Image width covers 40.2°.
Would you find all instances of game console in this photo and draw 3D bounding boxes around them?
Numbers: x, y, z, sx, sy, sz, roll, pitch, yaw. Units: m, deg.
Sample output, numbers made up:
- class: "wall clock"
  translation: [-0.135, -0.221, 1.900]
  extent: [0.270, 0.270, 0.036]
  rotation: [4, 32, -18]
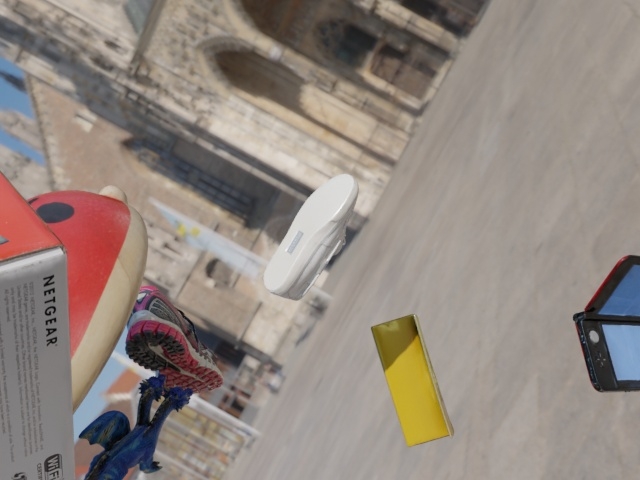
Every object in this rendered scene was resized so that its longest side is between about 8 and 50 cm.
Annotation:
- class: "game console"
  translation: [0.347, 0.091, 0.923]
  extent: [0.085, 0.144, 0.124]
  rotation: [-34, 58, 48]

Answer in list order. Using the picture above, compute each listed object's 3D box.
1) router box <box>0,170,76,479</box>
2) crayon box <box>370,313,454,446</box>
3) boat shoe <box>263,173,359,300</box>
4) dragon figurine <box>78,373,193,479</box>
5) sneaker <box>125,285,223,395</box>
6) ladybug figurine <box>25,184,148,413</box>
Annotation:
- class: "router box"
  translation: [-0.274, 0.070, 0.608]
  extent: [0.082, 0.301, 0.335]
  rotation: [-20, -45, -35]
- class: "crayon box"
  translation: [0.154, 0.228, 1.472]
  extent: [0.081, 0.202, 0.318]
  rotation: [-17, -9, 4]
- class: "boat shoe"
  translation: [0.000, 0.000, 1.151]
  extent: [0.066, 0.063, 0.184]
  rotation: [30, 89, 48]
- class: "dragon figurine"
  translation: [-0.312, 0.318, 1.343]
  extent: [0.289, 0.085, 0.144]
  rotation: [-33, -45, -47]
- class: "sneaker"
  translation: [-0.252, 0.188, 1.549]
  extent: [0.299, 0.121, 0.112]
  rotation: [72, -175, -55]
- class: "ladybug figurine"
  translation: [-0.392, 0.104, 1.131]
  extent: [0.305, 0.162, 0.449]
  rotation: [1, 57, 44]
